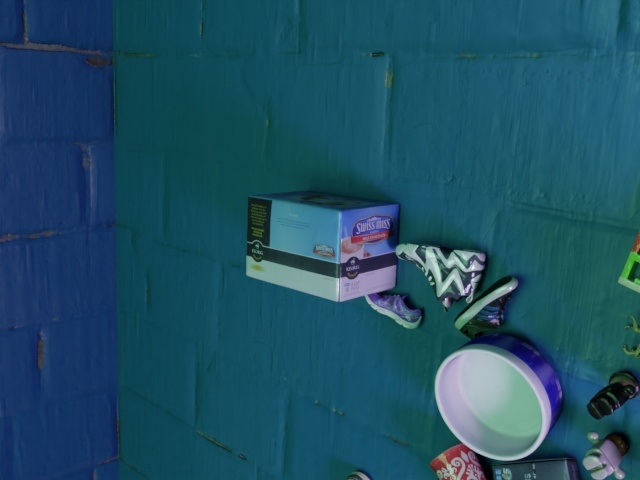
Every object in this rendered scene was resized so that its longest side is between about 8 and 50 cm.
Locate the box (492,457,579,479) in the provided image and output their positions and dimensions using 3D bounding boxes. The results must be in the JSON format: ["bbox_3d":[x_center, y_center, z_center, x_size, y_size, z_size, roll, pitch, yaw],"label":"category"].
[{"bbox_3d":[0.477,0.597,1.521,0.184,0.059,0.232,-19,63,39],"label":"box"}]

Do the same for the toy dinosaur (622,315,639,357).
[{"bbox_3d":[0.643,0.205,1.358,0.093,0.053,0.183,-21,82,43],"label":"toy dinosaur"}]

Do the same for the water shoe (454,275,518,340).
[{"bbox_3d":[0.394,0.156,1.598,0.080,0.073,0.203,45,133,4],"label":"water shoe"}]

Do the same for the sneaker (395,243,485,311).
[{"bbox_3d":[0.275,0.089,1.670,0.235,0.094,0.152,7,94,34],"label":"sneaker"}]

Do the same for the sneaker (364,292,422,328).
[{"bbox_3d":[0.191,0.162,1.803,0.170,0.068,0.071,28,101,29],"label":"sneaker"}]

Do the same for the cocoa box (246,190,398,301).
[{"bbox_3d":[0.000,0.000,1.830,0.347,0.232,0.227,12,105,43],"label":"cocoa box"}]

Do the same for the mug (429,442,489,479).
[{"bbox_3d":[0.351,0.586,1.665,0.169,0.113,0.150,59,171,32],"label":"mug"}]

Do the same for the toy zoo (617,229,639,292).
[{"bbox_3d":[0.693,-0.012,1.287,0.192,0.030,0.293,30,117,38],"label":"toy zoo"}]

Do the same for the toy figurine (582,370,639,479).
[{"bbox_3d":[0.625,0.377,1.349,0.213,0.148,0.209,12,111,41],"label":"toy figurine"}]

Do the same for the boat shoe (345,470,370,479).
[{"bbox_3d":[0.119,0.791,1.943,0.103,0.092,0.285,-15,86,45],"label":"boat shoe"}]

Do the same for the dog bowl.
[{"bbox_3d":[0.393,0.345,1.563,0.265,0.104,0.264,15,115,36],"label":"dog bowl"}]
